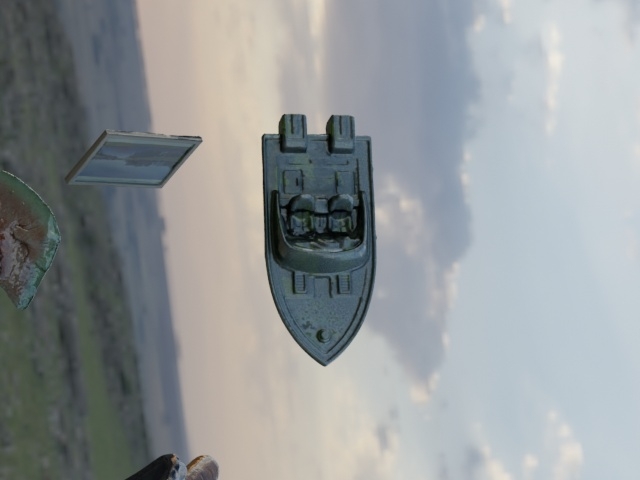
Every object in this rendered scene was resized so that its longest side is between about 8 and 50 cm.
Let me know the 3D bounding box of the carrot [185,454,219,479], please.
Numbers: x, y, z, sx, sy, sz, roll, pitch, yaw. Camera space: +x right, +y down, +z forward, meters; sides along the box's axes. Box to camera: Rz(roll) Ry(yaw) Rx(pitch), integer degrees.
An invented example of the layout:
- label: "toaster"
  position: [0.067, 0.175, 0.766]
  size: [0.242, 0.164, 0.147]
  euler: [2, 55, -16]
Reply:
- label: "carrot"
  position: [-0.204, 0.366, 2.276]
  size: [0.216, 0.048, 0.048]
  euler: [-40, 129, -58]

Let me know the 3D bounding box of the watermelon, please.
- label: "watermelon"
  position: [-0.354, -0.016, 1.857]
  size: [0.080, 0.101, 0.155]
  euler: [21, 45, -45]

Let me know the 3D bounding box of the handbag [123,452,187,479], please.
- label: "handbag"
  position: [-0.259, 0.363, 1.486]
  size: [0.122, 0.329, 0.303]
  euler: [55, 27, -16]

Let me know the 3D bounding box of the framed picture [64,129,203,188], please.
- label: "framed picture"
  position: [-0.236, -0.102, 2.026]
  size: [0.109, 0.149, 0.011]
  euler: [-45, -123, 39]

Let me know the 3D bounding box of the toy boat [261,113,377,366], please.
- label: "toy boat"
  position: [0.000, 0.000, 1.984]
  size: [0.092, 0.141, 0.319]
  euler: [121, -32, -71]
